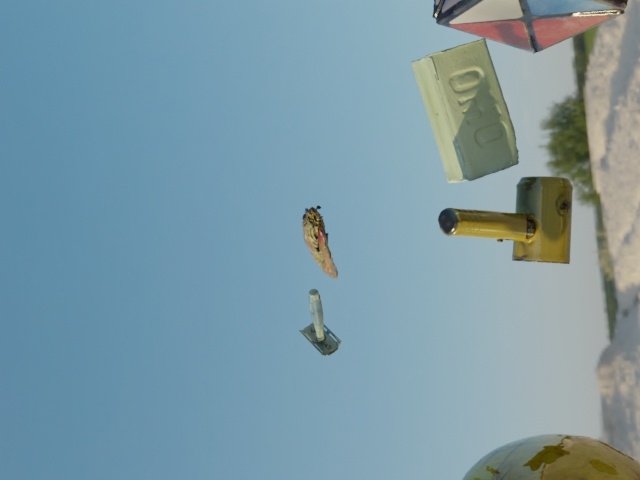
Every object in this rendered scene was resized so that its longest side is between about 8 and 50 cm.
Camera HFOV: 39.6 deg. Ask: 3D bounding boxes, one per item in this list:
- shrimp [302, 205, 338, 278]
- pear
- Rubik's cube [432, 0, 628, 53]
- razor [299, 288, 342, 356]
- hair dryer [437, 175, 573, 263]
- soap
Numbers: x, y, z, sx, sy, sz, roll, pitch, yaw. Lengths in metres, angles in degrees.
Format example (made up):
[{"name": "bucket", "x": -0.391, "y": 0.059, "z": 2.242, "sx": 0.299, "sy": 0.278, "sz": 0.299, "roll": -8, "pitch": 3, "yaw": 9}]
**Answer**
[{"name": "shrimp", "x": 0.000, "y": 0.000, "z": 1.558, "sx": 0.101, "sy": 0.042, "sz": 0.190, "roll": 53, "pitch": 168, "yaw": 34}, {"name": "pear", "x": 0.280, "y": 0.357, "z": 1.035, "sx": 0.281, "sy": 0.281, "sz": 0.280, "roll": -6, "pitch": -90, "yaw": -72}, {"name": "Rubik's cube", "x": 0.438, "y": -0.600, "z": 1.846, "sx": 0.307, "sy": 0.305, "sz": 0.310, "roll": 167, "pitch": 110, "yaw": -65}, {"name": "razor", "x": -0.006, "y": 0.118, "z": 1.374, "sx": 0.040, "sy": 0.068, "sz": 0.135, "roll": -36, "pitch": -34, "yaw": -20}, {"name": "hair dryer", "x": 0.279, "y": -0.034, "z": 1.325, "sx": 0.279, "sy": 0.090, "sz": 0.135, "roll": 3, "pitch": -89, "yaw": -42}, {"name": "soap", "x": 0.221, "y": -0.193, "z": 1.335, "sx": 0.063, "sy": 0.115, "sz": 0.198, "roll": -6, "pitch": 104, "yaw": 65}]
